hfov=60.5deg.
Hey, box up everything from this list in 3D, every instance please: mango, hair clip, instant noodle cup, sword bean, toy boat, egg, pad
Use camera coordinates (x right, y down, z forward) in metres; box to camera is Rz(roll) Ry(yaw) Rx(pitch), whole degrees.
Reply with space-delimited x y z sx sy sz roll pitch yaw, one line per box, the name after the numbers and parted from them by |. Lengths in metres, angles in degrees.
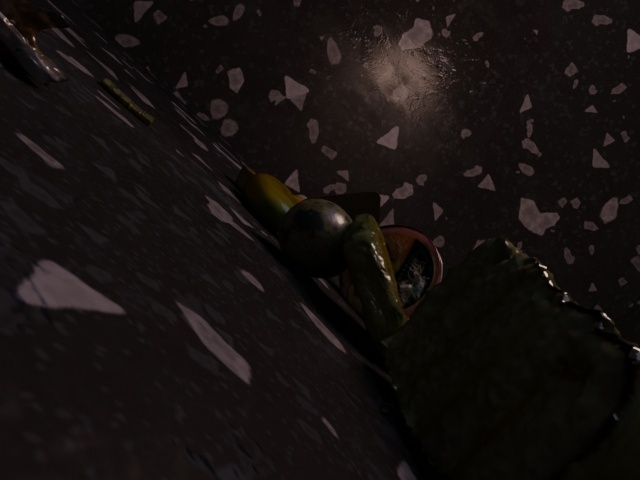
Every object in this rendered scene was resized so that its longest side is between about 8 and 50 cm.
-0.113 -0.089 1.259 0.137 0.091 0.237 37 5 -19 | mango
-0.379 -0.273 0.627 0.257 0.075 0.146 37 0 11 | hair clip
0.190 0.122 1.291 0.244 0.244 0.255 46 -5 35 | instant noodle cup
0.083 0.194 0.640 0.012 0.012 0.083 45 4 23 | sword bean
-0.370 -0.266 1.057 0.115 0.016 0.063 42 4 -21 | toy boat
0.000 0.000 1.016 0.141 0.141 0.181 46 -2 36 | egg
0.048 -0.027 1.256 0.266 0.176 0.002 83 1 -58 | pad

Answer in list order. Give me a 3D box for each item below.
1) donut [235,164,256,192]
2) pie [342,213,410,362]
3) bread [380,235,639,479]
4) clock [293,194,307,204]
-0.155 -0.124 1.454 0.178 0.065 0.162 39 0 -42 | donut
0.101 0.087 0.945 0.277 0.079 0.276 -21 90 -82 | pie
0.251 0.196 0.626 0.264 0.239 0.395 46 8 -17 | bread
-0.041 -0.078 1.876 0.231 0.103 0.144 44 1 -22 | clock
